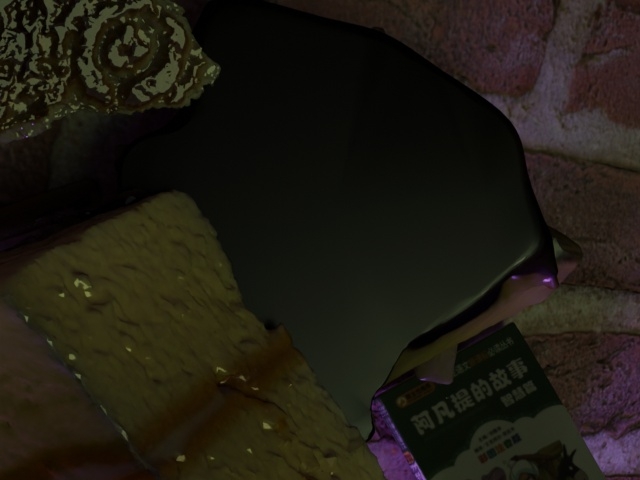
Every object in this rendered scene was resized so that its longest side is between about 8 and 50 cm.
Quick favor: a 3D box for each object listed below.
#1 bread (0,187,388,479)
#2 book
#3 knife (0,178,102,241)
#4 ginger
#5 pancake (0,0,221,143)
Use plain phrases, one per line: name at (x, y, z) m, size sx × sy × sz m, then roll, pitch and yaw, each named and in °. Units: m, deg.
bread at (-0.214, 0.160, 1.001) m, size 0.346 × 0.405 × 0.242 m, roll 65°, pitch 23°, yaw -10°
book at (0.203, 0.245, 1.429) m, size 0.202 × 0.027 × 0.264 m, roll -25°, pitch 80°, yaw -27°
knife at (-0.325, 0.024, 1.034) m, size 0.343 × 0.027 × 0.061 m, roll -21°, pitch 125°, yaw -30°
ginger at (0.000, 0.000, 1.164) m, size 0.413 × 0.211 × 0.358 m, roll 38°, pitch 79°, yaw -9°
pancake at (-0.203, -0.145, 1.002) m, size 0.244 × 0.057 × 0.266 m, roll 20°, pitch 99°, yaw -23°
